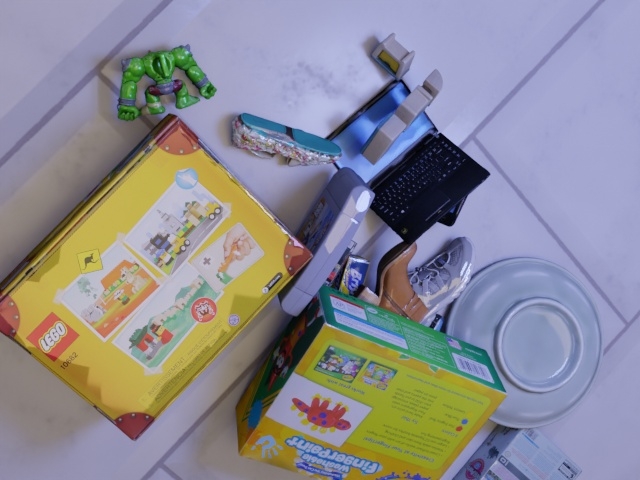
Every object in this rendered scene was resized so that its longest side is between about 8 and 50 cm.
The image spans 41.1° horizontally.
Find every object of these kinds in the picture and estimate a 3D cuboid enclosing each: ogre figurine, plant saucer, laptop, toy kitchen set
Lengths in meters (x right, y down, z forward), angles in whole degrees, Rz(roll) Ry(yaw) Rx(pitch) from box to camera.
[{"bbox_3d":[-0.305,-0.311,1.658,0.197,0.097,0.118,-11,115,-5],"label":"ogre figurine"},{"bbox_3d":[0.488,0.237,1.962,0.400,0.100,0.401,1,87,-12],"label":"plant saucer"},{"bbox_3d":[0.179,-0.170,1.812,0.234,0.264,0.136,-41,146,-3],"label":"laptop"},{"bbox_3d":[0.129,-0.297,1.782,0.166,0.122,0.207,42,64,3],"label":"toy kitchen set"}]

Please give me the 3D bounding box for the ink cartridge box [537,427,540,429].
[{"bbox_3d":[0.541,0.318,2.075,0.181,0.056,0.225,-34,112,-10],"label":"ink cartridge box"}]

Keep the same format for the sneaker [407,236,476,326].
[{"bbox_3d":[0.237,0.098,1.903,0.115,0.105,0.281,39,87,-21],"label":"sneaker"}]

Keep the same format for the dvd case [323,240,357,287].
[{"bbox_3d":[0.014,0.036,1.837,0.087,0.013,0.119,31,89,24],"label":"dvd case"}]

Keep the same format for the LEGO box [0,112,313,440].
[{"bbox_3d":[-0.326,0.065,1.640,0.500,0.193,0.372,-46,108,-4],"label":"LEGO box"}]

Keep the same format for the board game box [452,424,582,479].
[{"bbox_3d":[0.455,0.600,2.070,0.224,0.097,0.303,43,83,-19],"label":"board game box"}]

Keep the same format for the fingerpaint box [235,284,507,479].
[{"bbox_3d":[0.098,0.339,1.812,0.444,0.163,0.371,22,114,-20],"label":"fingerpaint box"}]

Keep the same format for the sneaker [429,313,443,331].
[{"bbox_3d":[0.238,0.242,1.964,0.073,0.063,0.162,24,96,-39],"label":"sneaker"}]

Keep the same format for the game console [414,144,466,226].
[{"bbox_3d":[0.257,-0.121,1.885,0.085,0.124,0.144,24,92,-47],"label":"game console"}]

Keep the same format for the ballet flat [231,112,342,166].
[{"bbox_3d":[-0.076,-0.197,1.772,0.241,0.091,0.077,18,124,-16],"label":"ballet flat"}]

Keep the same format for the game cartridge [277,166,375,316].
[{"bbox_3d":[0.000,0.000,1.730,0.062,0.198,0.297,30,101,-13],"label":"game cartridge"}]

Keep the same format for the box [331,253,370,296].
[{"bbox_3d":[0.054,0.114,1.869,0.054,0.059,0.169,14,95,-20],"label":"box"}]

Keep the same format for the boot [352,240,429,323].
[{"bbox_3d":[0.179,0.105,1.835,0.152,0.073,0.197,38,101,-13],"label":"boot"}]
